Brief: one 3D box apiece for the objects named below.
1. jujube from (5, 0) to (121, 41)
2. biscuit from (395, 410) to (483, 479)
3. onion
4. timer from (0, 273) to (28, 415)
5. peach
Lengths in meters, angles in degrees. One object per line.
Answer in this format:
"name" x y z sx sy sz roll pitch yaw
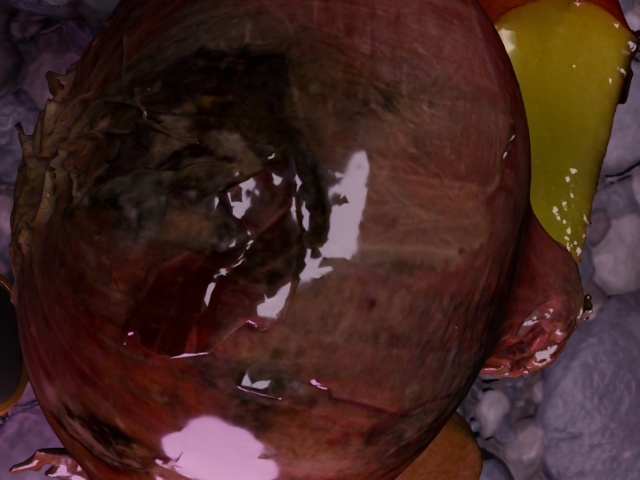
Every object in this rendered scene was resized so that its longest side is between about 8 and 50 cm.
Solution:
"jujube" -0.091 -0.267 1.274 0.215 0.246 0.308 23 85 -27
"biscuit" -0.012 0.226 1.256 0.301 0.043 0.278 -9 128 -6
"onion" -0.034 0.000 1.096 0.354 0.353 0.353 3 80 -20
"timer" -0.312 0.086 1.181 0.233 0.240 0.233 24 44 -26
"peach" 0.106 -0.077 1.357 0.154 0.159 0.267 23 76 -27
